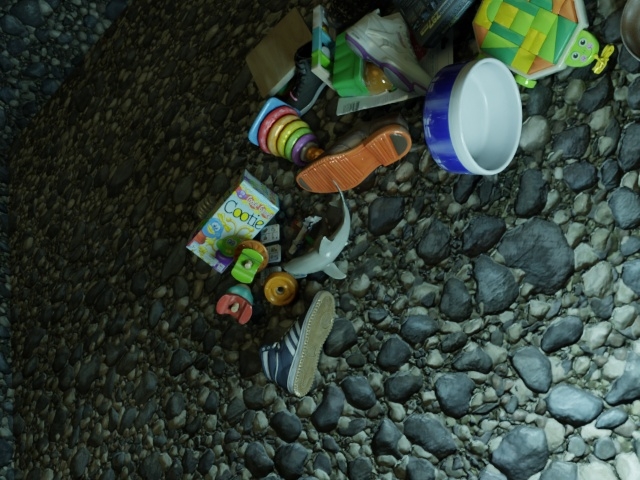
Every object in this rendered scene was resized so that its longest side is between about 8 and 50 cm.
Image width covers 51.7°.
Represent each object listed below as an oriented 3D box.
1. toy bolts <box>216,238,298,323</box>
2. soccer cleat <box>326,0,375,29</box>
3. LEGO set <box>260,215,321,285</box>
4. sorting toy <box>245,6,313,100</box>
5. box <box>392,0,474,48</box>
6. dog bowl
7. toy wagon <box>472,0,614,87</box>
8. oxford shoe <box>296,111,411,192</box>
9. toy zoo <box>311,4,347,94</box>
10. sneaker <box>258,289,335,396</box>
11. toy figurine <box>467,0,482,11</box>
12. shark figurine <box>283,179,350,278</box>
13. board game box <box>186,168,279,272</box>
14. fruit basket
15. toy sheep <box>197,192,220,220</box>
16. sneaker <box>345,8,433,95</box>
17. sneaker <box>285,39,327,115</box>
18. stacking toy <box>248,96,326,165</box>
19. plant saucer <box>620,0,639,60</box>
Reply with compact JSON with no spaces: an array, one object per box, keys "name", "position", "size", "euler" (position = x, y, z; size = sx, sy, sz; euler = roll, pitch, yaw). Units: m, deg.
[{"name":"toy bolts","position":[-0.186,0.128,1.935],"size":[0.228,0.218,0.158],"euler":[-57,7,16]},{"name":"soccer cleat","position":[0.129,-0.759,2.063],"size":[0.108,0.116,0.318],"euler":[35,74,5]},{"name":"LEGO set","position":[-0.076,0.031,1.945],"size":[0.244,0.060,0.182],"euler":[-13,72,39]},{"name":"sorting toy","position":[-0.114,-0.626,2.269],"size":[0.255,0.089,0.257],"euler":[-40,48,19]},{"name":"box","position":[0.309,-0.655,1.737],"size":[0.233,0.059,0.183],"euler":[-48,59,43]},{"name":"dog bowl","position":[0.359,-0.286,1.544],"size":[0.104,0.265,0.265],"euler":[6,73,46]},{"name":"toy wagon","position":[0.527,-0.503,1.568],"size":[0.344,0.068,0.267],"euler":[42,124,31]},{"name":"oxford shoe","position":[0.093,-0.248,1.883],"size":[0.363,0.130,0.133],"euler":[-22,42,24]},{"name":"toy zoo","position":[0.044,-0.592,2.037],"size":[0.030,0.192,0.293],"euler":[-19,57,34]},{"name":"sneaker","position":[-0.067,0.258,1.764],"size":[0.153,0.099,0.282],"euler":[10,79,42]},{"name":"toy figurine","position":[0.465,-0.699,1.758],"size":[0.213,0.148,0.209],"euler":[-52,51,5]},{"name":"shark figurine","position":[0.026,-0.013,1.800],"size":[0.166,0.116,0.278],"euler":[26,78,25]},{"name":"board game box","position":[-0.269,-0.061,2.045],"size":[0.275,0.142,0.144],"euler":[-47,16,12]},{"name":"fruit basket","position":[0.216,-0.524,1.907],"size":[0.353,0.165,0.327],"euler":[-7,64,22]},{"name":"toy sheep","position":[-0.375,-0.112,2.243],"size":[0.132,0.091,0.091],"euler":[-57,41,31]},{"name":"sneaker","position":[0.207,-0.509,1.755],"size":[0.152,0.114,0.305],"euler":[-44,71,-2]},{"name":"sneaker","position":[-0.060,-0.524,2.128],"size":[0.296,0.147,0.104],"euler":[-47,47,15]},{"name":"stacking toy","position":[-0.063,-0.296,2.034],"size":[0.302,0.175,0.166],"euler":[38,103,32]},{"name":"plant saucer","position":[0.806,-0.489,1.402],"size":[0.310,0.050,0.311],"euler":[-21,55,34]}]
